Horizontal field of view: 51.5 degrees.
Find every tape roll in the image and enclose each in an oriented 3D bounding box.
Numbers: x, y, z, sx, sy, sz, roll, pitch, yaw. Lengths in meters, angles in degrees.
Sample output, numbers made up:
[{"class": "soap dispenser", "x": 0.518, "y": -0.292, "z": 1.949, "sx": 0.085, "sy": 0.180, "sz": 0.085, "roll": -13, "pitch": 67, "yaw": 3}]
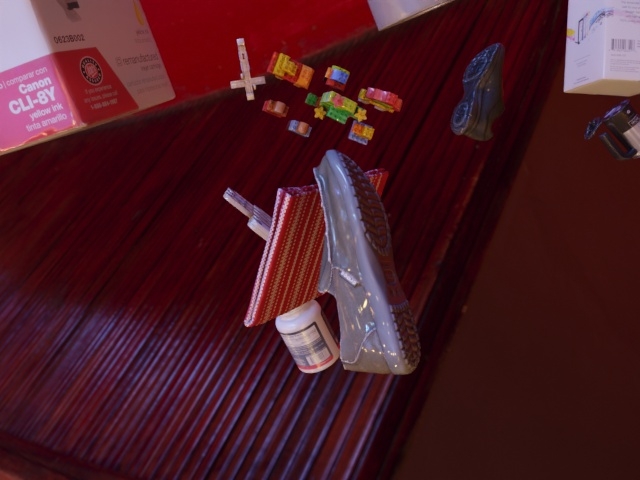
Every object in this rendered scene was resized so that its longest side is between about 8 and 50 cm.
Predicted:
[{"class": "tape roll", "x": 0.212, "y": -0.515, "z": 1.390, "sx": 0.219, "sy": 0.219, "sz": 0.072, "roll": -8, "pitch": 109, "yaw": 46}]

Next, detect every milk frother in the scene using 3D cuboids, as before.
[{"class": "milk frother", "x": 0.791, "y": -0.281, "z": 1.755, "sx": 0.134, "sy": 0.129, "sz": 0.143, "roll": 48, "pitch": -171, "yaw": -5}]

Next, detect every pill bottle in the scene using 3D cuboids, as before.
[{"class": "pill bottle", "x": -0.036, "y": 0.190, "z": 1.458, "sx": 0.108, "sy": 0.108, "sz": 0.180, "roll": -4, "pitch": 120, "yaw": 43}]

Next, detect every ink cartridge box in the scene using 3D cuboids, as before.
[{"class": "ink cartridge box", "x": 0.646, "y": -0.444, "z": 1.431, "sx": 0.172, "sy": 0.232, "sz": 0.168, "roll": 2, "pitch": -177, "yaw": -8}, {"class": "ink cartridge box", "x": -0.379, "y": -0.334, "z": 0.880, "sx": 0.161, "sy": 0.279, "sz": 0.384, "roll": -14, "pitch": 106, "yaw": 18}]

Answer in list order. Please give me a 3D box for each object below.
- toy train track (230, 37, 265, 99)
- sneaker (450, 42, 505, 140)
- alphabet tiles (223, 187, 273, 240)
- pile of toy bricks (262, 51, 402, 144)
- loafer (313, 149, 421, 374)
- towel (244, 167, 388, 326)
[{"class": "toy train track", "x": -0.103, "y": -0.236, "z": 0.913, "sx": 0.048, "sy": 0.083, "sz": 0.014, "roll": -10, "pitch": -173, "yaw": -4}, {"class": "sneaker", "x": 0.468, "y": -0.415, "z": 1.878, "sx": 0.130, "sy": 0.286, "sz": 0.109, "roll": 21, "pitch": 179, "yaw": -23}, {"class": "alphabet tiles", "x": -0.090, "y": -0.012, "z": 1.383, "sx": 0.278, "sy": 0.021, "sz": 0.284, "roll": 39, "pitch": -176, "yaw": -10}, {"class": "pile of toy bricks", "x": 0.020, "y": -0.207, "z": 1.005, "sx": 0.212, "sy": 0.118, "sz": 0.105, "roll": 19, "pitch": -179, "yaw": -20}, {"class": "loafer", "x": 0.028, "y": 0.024, "z": 0.697, "sx": 0.088, "sy": 0.251, "sz": 0.094, "roll": -20, "pitch": 162, "yaw": 22}, {"class": "towel", "x": 0.000, "y": 0.000, "z": 0.930, "sx": 0.031, "sy": 0.275, "sz": 0.198, "roll": 27, "pitch": 114, "yaw": 24}]
